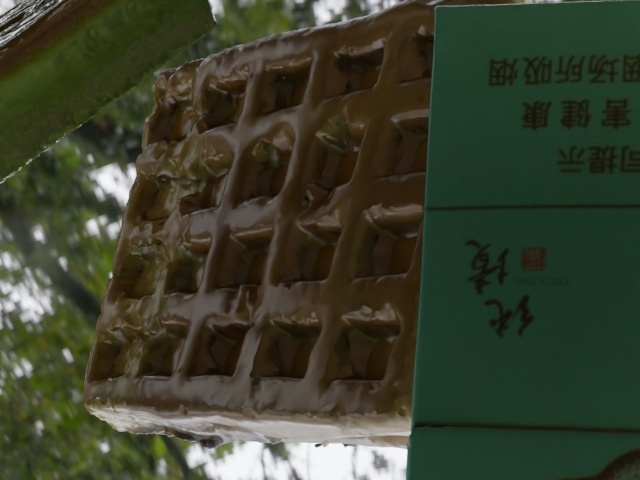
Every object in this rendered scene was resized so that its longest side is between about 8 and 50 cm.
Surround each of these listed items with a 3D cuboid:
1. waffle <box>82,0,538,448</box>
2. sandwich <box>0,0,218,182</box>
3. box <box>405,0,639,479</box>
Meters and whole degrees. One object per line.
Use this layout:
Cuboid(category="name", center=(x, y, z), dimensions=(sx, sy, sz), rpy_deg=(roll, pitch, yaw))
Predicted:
Cuboid(category="waffle", center=(0.000, 0.000, 0.909), dimensions=(0.328, 0.098, 0.224), rpy_deg=(-3, -112, 54))
Cuboid(category="sandwich", center=(-0.146, -0.065, 0.826), dimensions=(0.212, 0.063, 0.245), rpy_deg=(-31, -164, 15))
Cuboid(category="box", center=(0.116, 0.024, 0.659), dimensions=(0.162, 0.041, 0.229), rpy_deg=(0, -105, 17))
